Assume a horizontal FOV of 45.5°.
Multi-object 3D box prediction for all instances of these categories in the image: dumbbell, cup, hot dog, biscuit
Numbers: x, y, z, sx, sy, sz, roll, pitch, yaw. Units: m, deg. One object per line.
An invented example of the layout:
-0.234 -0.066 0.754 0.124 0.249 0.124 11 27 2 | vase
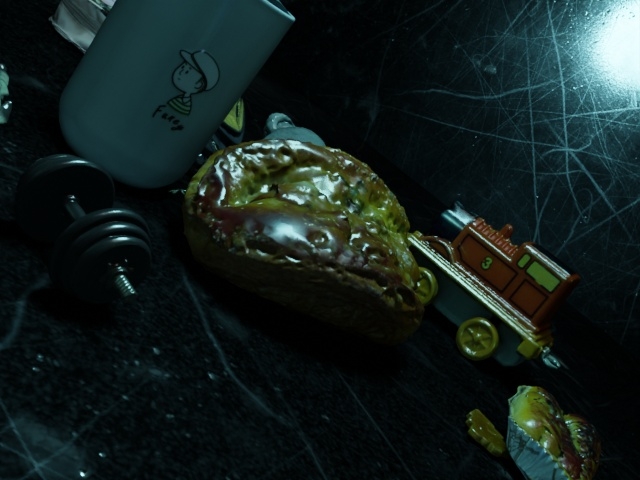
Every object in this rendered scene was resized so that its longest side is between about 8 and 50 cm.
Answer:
-0.224 -0.014 0.717 0.208 0.099 0.099 47 18 33 | dumbbell
-0.200 -0.232 1.022 0.205 0.312 0.205 34 15 -10 | cup
0.000 0.000 1.030 0.388 0.174 0.267 26 35 -34 | hot dog
0.226 0.265 1.056 0.082 0.016 0.092 30 16 -23 | biscuit
0.332 0.284 1.090 0.162 0.082 0.270 51 18 11 | hot dog

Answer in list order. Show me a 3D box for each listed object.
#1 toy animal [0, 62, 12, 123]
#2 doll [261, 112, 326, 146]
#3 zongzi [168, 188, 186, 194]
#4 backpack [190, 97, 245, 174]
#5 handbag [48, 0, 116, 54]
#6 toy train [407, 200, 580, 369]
-0.417 -0.169 0.819 0.217 0.073 0.176 24 24 -55 | toy animal
-0.001 -0.042 1.307 0.340 0.158 0.245 43 42 -27 | doll
-0.173 -0.054 1.104 0.154 0.062 0.130 2 13 -40 | zongzi
-0.217 -0.207 1.306 0.206 0.133 0.258 39 18 -26 | backpack
-0.422 -0.422 1.497 0.205 0.116 0.179 42 16 16 | handbag
0.308 0.082 1.395 0.369 0.231 0.163 41 14 21 | toy train
